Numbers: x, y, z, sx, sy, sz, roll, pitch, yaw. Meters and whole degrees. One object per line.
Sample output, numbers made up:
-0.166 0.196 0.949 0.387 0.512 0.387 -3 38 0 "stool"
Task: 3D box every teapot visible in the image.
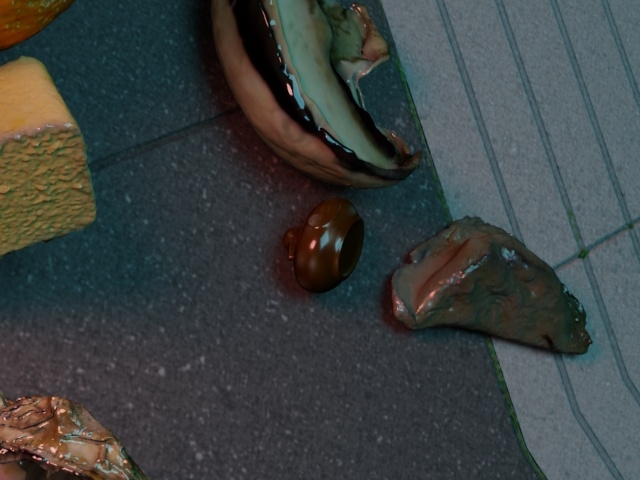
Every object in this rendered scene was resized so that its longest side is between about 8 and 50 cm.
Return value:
0.000 0.000 1.648 0.129 0.078 0.098 -57 152 -46 "teapot"

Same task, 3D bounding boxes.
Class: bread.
-0.338 -0.057 1.294 0.266 0.142 0.178 -20 81 -13 "bread"

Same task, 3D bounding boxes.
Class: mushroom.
-0.015 -0.207 1.681 0.247 0.130 0.344 -26 92 -57 "mushroom"

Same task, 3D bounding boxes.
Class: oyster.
-0.216 0.208 1.336 0.260 0.198 0.092 19 65 13 "oyster"

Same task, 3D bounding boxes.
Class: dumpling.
0.221 0.041 1.797 0.332 0.086 0.166 11 70 -40 "dumpling"

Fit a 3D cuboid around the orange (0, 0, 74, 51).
-0.333 -0.320 1.332 0.293 0.341 0.340 32 51 -61 "orange"
